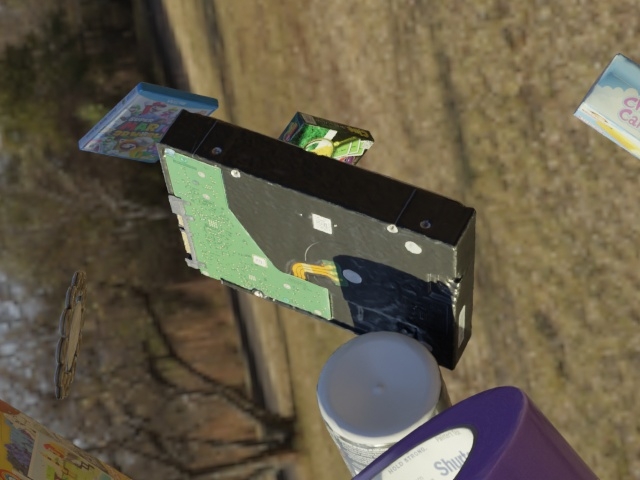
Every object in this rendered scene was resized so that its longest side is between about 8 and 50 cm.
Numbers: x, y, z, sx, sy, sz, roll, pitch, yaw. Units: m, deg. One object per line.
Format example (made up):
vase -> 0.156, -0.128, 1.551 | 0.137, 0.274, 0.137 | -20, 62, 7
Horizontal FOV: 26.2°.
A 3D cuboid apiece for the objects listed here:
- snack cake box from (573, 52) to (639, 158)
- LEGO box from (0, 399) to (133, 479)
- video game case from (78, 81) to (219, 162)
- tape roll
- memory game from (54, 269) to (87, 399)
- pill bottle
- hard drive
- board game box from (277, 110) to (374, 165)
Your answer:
snack cake box -> 0.491, -0.145, 1.918 | 0.089, 0.264, 0.152 | -55, -5, 4
LEGO box -> -0.344, 0.455, 1.834 | 0.193, 0.372, 0.500 | -53, 20, 4
video game case -> -0.228, -0.153, 1.819 | 0.166, 0.119, 0.015 | -34, 56, 44
tape roll -> 0.063, 0.224, 0.956 | 0.090, 0.275, 0.275 | 49, 177, -4
memory game -> -0.347, 0.130, 1.915 | 0.186, 0.012, 0.186 | -172, 90, -88
pill bottle -> 0.082, 0.207, 1.472 | 0.245, 0.130, 0.130 | 68, -170, -56
hard drive -> 0.000, 0.000, 1.466 | 0.064, 0.339, 0.237 | -60, -22, -31
board game box -> -0.047, -0.071, 1.977 | 0.259, 0.136, 0.030 | -52, 45, 30
